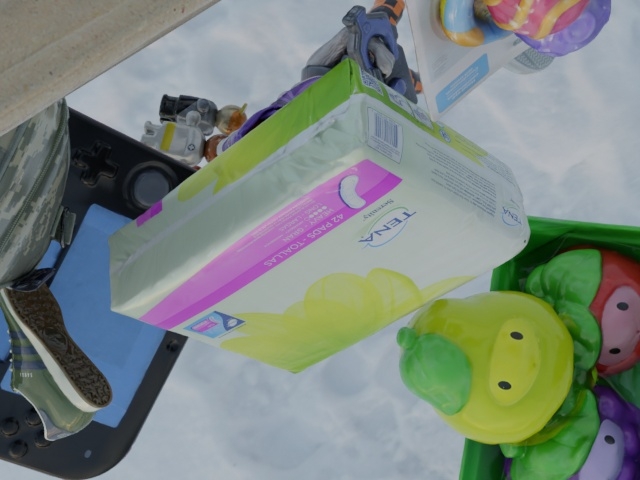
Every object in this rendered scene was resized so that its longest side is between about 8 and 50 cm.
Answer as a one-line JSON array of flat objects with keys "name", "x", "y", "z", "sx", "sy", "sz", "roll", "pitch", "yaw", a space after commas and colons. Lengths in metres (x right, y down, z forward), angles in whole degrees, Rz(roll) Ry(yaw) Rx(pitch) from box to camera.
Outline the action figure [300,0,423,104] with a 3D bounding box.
[{"name": "action figure", "x": 0.074, "y": -0.196, "z": 1.534, "sx": 0.178, "sy": 0.330, "sz": 0.341, "roll": 7, "pitch": 125, "yaw": 35}]

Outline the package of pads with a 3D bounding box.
[{"name": "package of pads", "x": 0.000, "y": 0.000, "z": 0.915, "sx": 0.296, "sy": 0.229, "sz": 0.101, "roll": -32, "pitch": 51, "yaw": 32}]

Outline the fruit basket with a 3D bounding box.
[{"name": "fruit basket", "x": 0.266, "y": 0.151, "z": 1.213, "sx": 0.283, "sy": 0.392, "sz": 0.392, "roll": 7, "pitch": 101, "yaw": 30}]

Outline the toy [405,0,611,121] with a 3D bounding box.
[{"name": "toy", "x": 0.099, "y": -0.123, "z": 0.435, "sx": 0.137, "sy": 0.237, "sz": 0.056, "roll": -39, "pitch": 67, "yaw": -2}]

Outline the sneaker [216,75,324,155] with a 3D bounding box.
[{"name": "sneaker", "x": -0.034, "y": -0.128, "z": 1.169, "sx": 0.068, "sy": 0.170, "sz": 0.071, "roll": 49, "pitch": 150, "yaw": -1}]

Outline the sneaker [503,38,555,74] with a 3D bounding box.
[{"name": "sneaker", "x": 0.111, "y": -0.249, "z": 0.955, "sx": 0.258, "sy": 0.091, "sz": 0.094, "roll": 47, "pitch": 73, "yaw": -14}]

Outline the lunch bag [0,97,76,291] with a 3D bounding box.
[{"name": "lunch bag", "x": -0.356, "y": -0.078, "z": 0.871, "sx": 0.305, "sy": 0.256, "sz": 0.212, "roll": 22, "pitch": 82, "yaw": -2}]

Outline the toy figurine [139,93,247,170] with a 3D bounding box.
[{"name": "toy figurine", "x": -0.180, "y": -0.097, "z": 1.568, "sx": 0.148, "sy": 0.213, "sz": 0.209, "roll": 11, "pitch": 112, "yaw": 0}]

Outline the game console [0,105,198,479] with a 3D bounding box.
[{"name": "game console", "x": -0.299, "y": 0.056, "z": 1.172, "sx": 0.386, "sy": 0.342, "sz": 0.060, "roll": -63, "pitch": 31, "yaw": 3}]

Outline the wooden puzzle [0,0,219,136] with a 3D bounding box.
[{"name": "wooden puzzle", "x": -0.199, "y": -0.156, "z": 0.377, "sx": 0.322, "sy": 0.348, "sz": 0.080, "roll": 51, "pitch": 155, "yaw": 6}]

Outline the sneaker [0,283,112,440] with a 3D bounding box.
[{"name": "sneaker", "x": -0.292, "y": 0.117, "z": 1.086, "sx": 0.086, "sy": 0.064, "sz": 0.192, "roll": -47, "pitch": 69, "yaw": 23}]
